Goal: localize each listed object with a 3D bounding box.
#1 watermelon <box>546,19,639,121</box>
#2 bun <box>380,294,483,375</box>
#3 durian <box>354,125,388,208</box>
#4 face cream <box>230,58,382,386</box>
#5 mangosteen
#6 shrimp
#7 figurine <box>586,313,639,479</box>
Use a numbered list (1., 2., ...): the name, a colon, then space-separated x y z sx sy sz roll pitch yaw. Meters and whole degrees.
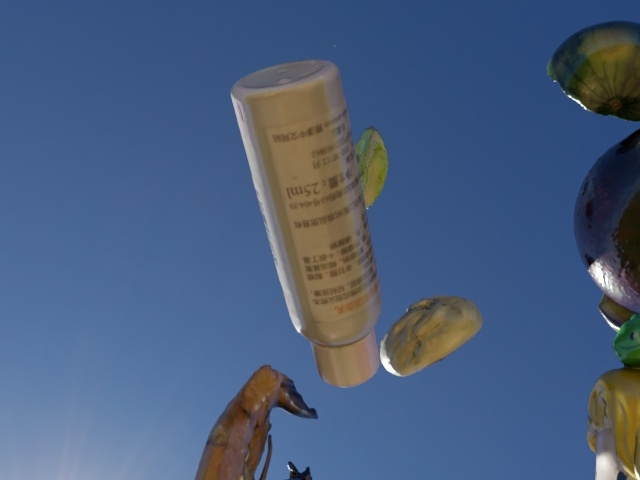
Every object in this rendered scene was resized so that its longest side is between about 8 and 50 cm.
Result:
1. watermelon: 0.477 -0.280 1.046 0.204 0.232 0.127 30 -50 16
2. bun: 0.219 0.183 1.363 0.237 0.210 0.116 -30 -90 25
3. durian: 0.072 -0.115 1.268 0.086 0.100 0.215 20 -78 16
4. face cream: 0.000 0.000 0.520 0.081 0.082 0.269 -10 -63 4
5. mangosteen: 0.516 -0.018 0.935 0.329 0.330 0.330 0 -74 1
6. shrimp: -0.049 0.211 0.627 0.075 0.289 0.178 0 -106 25
7. figurine: 0.192 0.120 0.332 0.114 0.095 0.156 8 -107 -6
